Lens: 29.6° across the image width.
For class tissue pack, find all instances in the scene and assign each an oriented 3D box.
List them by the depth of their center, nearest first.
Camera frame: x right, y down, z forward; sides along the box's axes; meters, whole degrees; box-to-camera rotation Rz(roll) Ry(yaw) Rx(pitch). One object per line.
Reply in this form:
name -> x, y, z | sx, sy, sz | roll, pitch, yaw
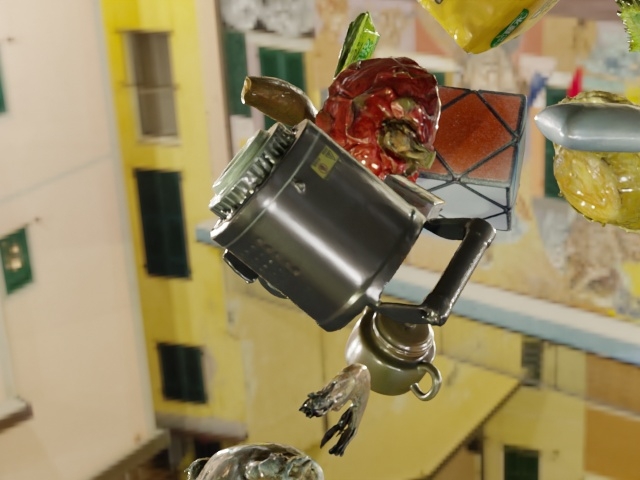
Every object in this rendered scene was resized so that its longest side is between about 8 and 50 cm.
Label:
tissue pack -> 0.128, -0.060, 1.695 | 0.083, 0.035, 0.063 | 32, -164, 17
tissue pack -> 0.359, -0.530, 2.066 | 0.228, 0.382, 0.293 | 49, -145, 6

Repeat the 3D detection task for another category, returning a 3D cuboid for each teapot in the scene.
teapot -> 0.171, 0.225, 2.604 | 0.185, 0.175, 0.268 | -19, -121, -38

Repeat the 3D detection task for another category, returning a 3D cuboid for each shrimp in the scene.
shrimp -> 0.021, 0.282, 1.963 | 0.046, 0.152, 0.219 | 17, -165, 26

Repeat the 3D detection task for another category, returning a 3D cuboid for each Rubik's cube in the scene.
Rubik's cube -> 0.283, -0.158, 2.336 | 0.207, 0.205, 0.205 | 7, -113, 11

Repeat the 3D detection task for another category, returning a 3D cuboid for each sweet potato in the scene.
sweet potato -> -0.053, -0.243, 2.177 | 0.243, 0.077, 0.077 | 20, -179, -44

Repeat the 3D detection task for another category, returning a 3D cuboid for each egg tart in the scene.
egg tart -> 0.575, -0.139, 2.423 | 0.132, 0.341, 0.341 | -29, -148, -24

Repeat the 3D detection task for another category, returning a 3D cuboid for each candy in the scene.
candy -> 0.422, -0.170, 1.811 | 0.174, 0.071, 0.138 | 1, -164, -11
candy -> 0.078, -0.390, 2.429 | 0.069, 0.149, 0.246 | 19, -165, -2

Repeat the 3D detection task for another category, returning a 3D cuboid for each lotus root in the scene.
lotus root -> -0.110, 0.414, 1.963 | 0.175, 0.175, 0.349 | -19, -178, -33

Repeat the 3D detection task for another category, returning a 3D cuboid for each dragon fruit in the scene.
dragon fruit -> 0.094, -0.203, 2.092 | 0.152, 0.317, 0.205 | 11, 165, -32

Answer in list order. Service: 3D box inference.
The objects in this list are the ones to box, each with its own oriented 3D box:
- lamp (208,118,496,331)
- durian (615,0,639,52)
lamp -> -0.006, -0.027, 1.584 | 0.374, 0.272, 0.205 | -6, -137, 49
durian -> 0.507, -0.297, 1.562 | 0.157, 0.169, 0.355 | -38, -152, -3
